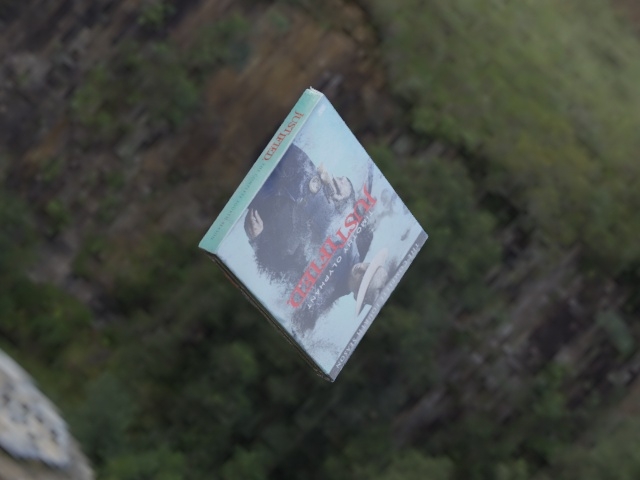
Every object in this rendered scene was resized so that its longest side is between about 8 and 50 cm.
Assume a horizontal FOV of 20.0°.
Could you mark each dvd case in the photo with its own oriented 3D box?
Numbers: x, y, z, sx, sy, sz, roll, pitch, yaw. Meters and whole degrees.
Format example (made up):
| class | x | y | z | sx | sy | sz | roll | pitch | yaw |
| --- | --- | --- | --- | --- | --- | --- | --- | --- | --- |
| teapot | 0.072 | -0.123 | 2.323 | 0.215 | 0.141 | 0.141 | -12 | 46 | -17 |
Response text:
| class | x | y | z | sx | sy | sz | roll | pitch | yaw |
| --- | --- | --- | --- | --- | --- | --- | --- | --- | --- |
| dvd case | 0.000 | 0.000 | 0.810 | 0.013 | 0.087 | 0.119 | 23 | -19 | 37 |
